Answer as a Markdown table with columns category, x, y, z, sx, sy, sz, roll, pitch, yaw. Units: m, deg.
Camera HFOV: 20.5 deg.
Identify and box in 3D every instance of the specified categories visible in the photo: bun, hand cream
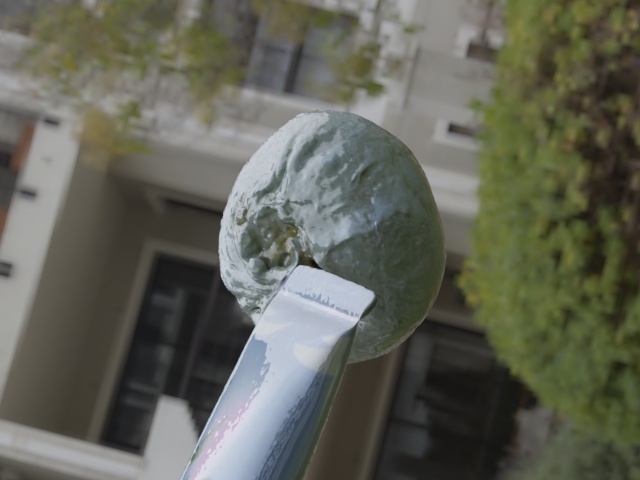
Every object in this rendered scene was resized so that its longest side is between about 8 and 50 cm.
| category | x | y | z | sx | sy | sz | roll | pitch | yaw |
| --- | --- | --- | --- | --- | --- | --- | --- | --- | --- |
| bun | 0.000 | 0.000 | 0.965 | 0.083 | 0.140 | 0.141 | -7 | -66 | -51 |
| hand cream | -0.043 | 0.132 | 0.722 | 0.256 | 0.055 | 0.088 | -66 | 20 | -3 |
